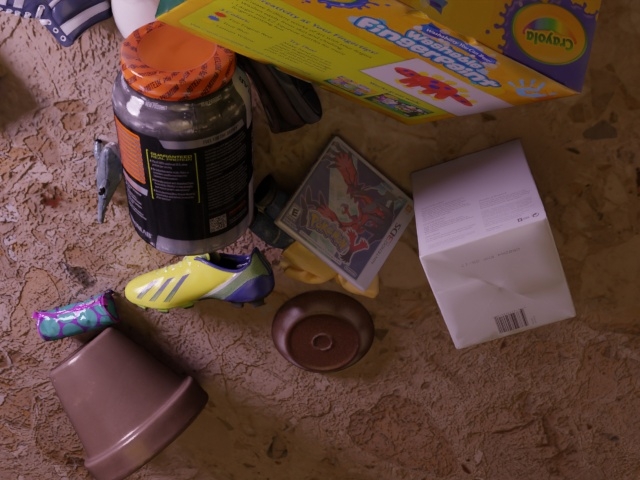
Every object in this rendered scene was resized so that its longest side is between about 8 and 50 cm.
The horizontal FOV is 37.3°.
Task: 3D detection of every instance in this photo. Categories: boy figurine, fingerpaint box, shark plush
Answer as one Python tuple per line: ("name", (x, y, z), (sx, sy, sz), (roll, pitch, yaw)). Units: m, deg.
("boy figurine", (0.000, 0.000, 1.658), (0.285, 0.092, 0.177), (32, 114, -19))
("fingerpaint box", (0.069, -0.313, 1.233), (0.445, 0.371, 0.163), (18, 81, -28))
("shark plush", (-0.372, -0.103, 1.614), (0.073, 0.067, 0.161), (24, 120, -14))

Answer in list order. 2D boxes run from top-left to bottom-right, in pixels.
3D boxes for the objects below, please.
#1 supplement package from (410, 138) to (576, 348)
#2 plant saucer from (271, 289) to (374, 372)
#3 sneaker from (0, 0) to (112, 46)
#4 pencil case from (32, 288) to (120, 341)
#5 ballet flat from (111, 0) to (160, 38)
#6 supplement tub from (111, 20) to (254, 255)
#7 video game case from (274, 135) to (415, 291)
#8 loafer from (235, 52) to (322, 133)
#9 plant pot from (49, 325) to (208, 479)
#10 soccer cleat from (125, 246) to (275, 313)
("supplement package", (0.276, 0.001, 1.550), (0.199, 0.262, 0.198), (-18, 120, 12))
("plant saucer", (0.004, 0.184, 1.807), (0.199, 0.036, 0.198), (0, 121, 1))
("sneaker", (-0.454, -0.363, 1.434), (0.282, 0.099, 0.153), (-11, 120, 5))
("pencil case", (-0.454, 0.142, 1.772), (0.152, 0.064, 0.070), (-17, 136, 11))
("ballet flat", (-0.218, -0.459, 1.339), (0.139, 0.139, 0.400), (30, 116, -17))
("supplement tub", (-0.207, -0.155, 1.459), (0.207, 0.207, 0.338), (3, 136, -1))
("video game case", (0.048, -0.045, 1.601), (0.201, 0.023, 0.183), (38, 75, -19))
("loafer", (-0.111, -0.287, 1.474), (0.095, 0.109, 0.302), (-25, 121, 21))
("plant pot", (-0.378, 0.290, 1.783), (0.263, 0.263, 0.229), (-35, 96, 21))
("soccer cleat", (-0.220, 0.059, 1.684), (0.289, 0.093, 0.121), (-4, 121, 19))
